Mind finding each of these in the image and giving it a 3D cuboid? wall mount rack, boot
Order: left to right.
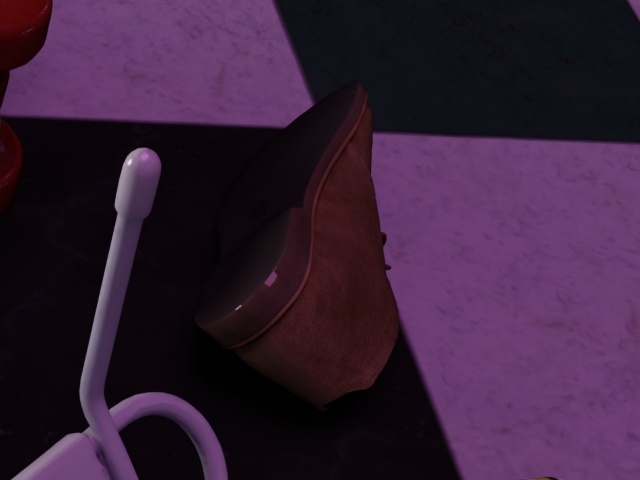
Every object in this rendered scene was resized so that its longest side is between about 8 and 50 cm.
[{"bbox_3d":[-0.132,0.142,0.836,0.130,0.304,0.350,-6,23,39],"label":"wall mount rack"},{"bbox_3d":[0.000,0.000,1.209,0.115,0.112,0.305,44,31,-19],"label":"boot"}]

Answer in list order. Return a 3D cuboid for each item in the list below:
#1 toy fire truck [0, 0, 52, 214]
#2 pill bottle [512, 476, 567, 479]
[{"bbox_3d":[-0.317,-0.143,1.155,0.253,0.169,0.302,3,44,-18],"label":"toy fire truck"},{"bbox_3d":[0.097,0.177,1.052,0.116,0.065,0.065,-2,45,-25],"label":"pill bottle"}]
